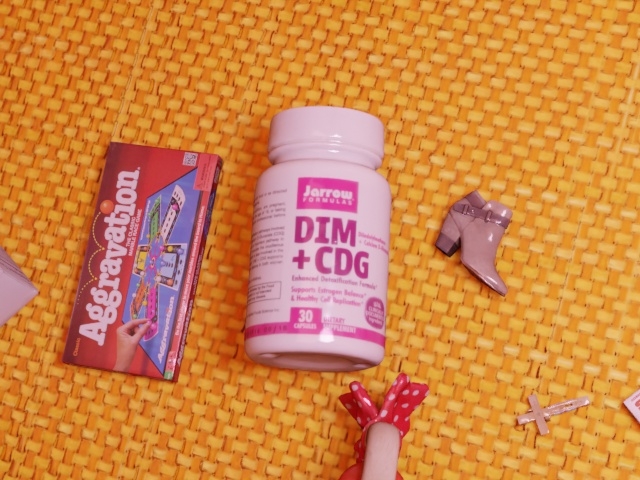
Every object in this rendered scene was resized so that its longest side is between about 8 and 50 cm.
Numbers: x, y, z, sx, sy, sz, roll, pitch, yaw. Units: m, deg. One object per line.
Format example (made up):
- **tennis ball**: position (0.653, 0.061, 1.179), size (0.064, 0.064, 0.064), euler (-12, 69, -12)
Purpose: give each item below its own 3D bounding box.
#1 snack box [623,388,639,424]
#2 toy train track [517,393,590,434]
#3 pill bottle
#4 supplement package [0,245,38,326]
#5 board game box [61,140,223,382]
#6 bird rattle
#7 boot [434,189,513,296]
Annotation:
- **snack box**: position (0.426, 0.151, 1.768), size (0.178, 0.022, 0.064), euler (-38, 71, 1)
- **toy train track**: position (0.263, 0.193, 1.799), size (0.083, 0.014, 0.048), euler (-17, 66, 2)
- **pill bottle**: position (0.000, 0.000, 1.825), size (0.160, 0.160, 0.283), euler (0, 76, 12)
- **supplement package**: position (-0.484, 0.007, 1.941), size (0.134, 0.139, 0.244), euler (-42, 71, -2)
- **board game box**: position (-0.216, 0.023, 1.938), size (0.145, 0.027, 0.281), euler (7, 78, 15)
- **bird rattle**: position (0.064, 0.271, 1.735), size (0.143, 0.207, 0.254), euler (19, 90, -2)
- **boot**: position (0.193, -0.001, 1.847), size (0.118, 0.042, 0.087), euler (39, 85, 18)
